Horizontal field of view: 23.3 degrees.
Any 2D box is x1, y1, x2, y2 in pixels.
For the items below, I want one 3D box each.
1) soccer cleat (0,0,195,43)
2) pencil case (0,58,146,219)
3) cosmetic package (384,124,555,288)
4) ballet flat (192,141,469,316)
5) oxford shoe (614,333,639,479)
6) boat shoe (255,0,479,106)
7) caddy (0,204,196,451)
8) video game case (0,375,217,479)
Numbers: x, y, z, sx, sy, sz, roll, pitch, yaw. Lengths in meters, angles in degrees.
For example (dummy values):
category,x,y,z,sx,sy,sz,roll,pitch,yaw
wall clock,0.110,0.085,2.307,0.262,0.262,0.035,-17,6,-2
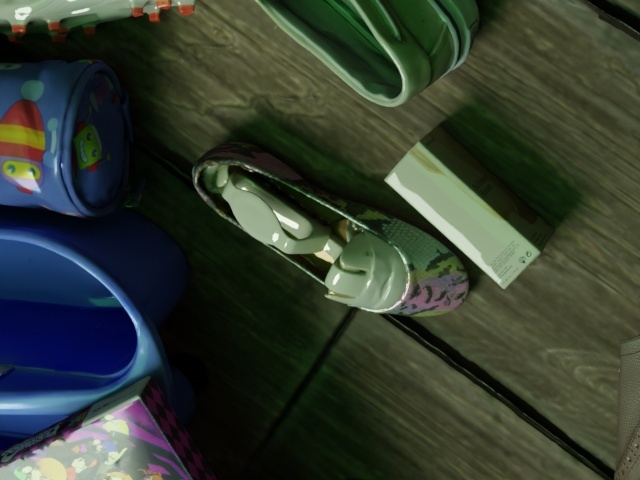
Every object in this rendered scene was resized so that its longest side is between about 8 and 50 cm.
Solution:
category,x,y,z,sx,sy,sz,roll,pitch,yaw
soccer cleat,-0.174,-0.192,1.141,0.196,0.068,0.076,-7,84,23
pencil case,-0.284,-0.088,1.173,0.306,0.133,0.119,6,113,19
cosmetic package,0.106,-0.025,1.090,0.115,0.060,0.041,42,114,2
ballet flat,0.000,0.000,1.125,0.222,0.079,0.077,30,114,8
oxford shoe,0.261,0.134,1.073,0.132,0.130,0.363,48,129,37
boat shoe,-0.026,-0.211,1.045,0.302,0.094,0.109,38,136,4
caddy,-0.256,0.092,1.194,0.341,0.179,0.241,4,107,19
video game case,-0.151,0.240,1.116,0.210,0.042,0.232,-27,102,16
